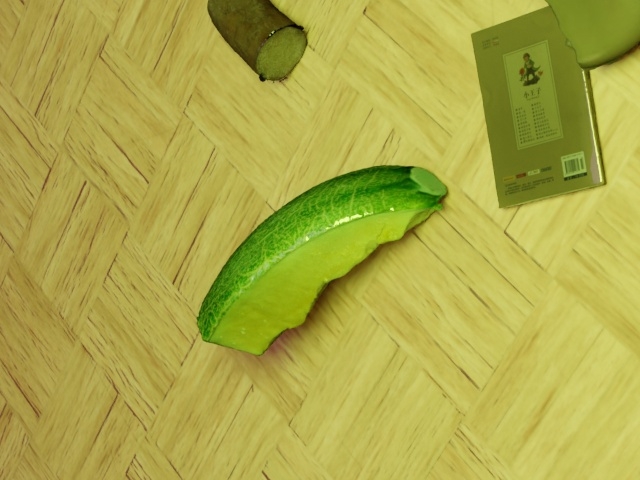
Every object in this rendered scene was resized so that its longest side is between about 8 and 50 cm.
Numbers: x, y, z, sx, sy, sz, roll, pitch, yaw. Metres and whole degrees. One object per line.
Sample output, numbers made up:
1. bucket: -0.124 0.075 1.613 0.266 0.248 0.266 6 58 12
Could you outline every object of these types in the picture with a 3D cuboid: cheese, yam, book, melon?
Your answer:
1. cheese: 0.261 -0.267 1.417 0.175 0.091 0.202 -7 115 31
2. yam: -0.079 -0.262 1.795 0.127 0.084 0.084 49 123 36
3. book: 0.229 -0.142 1.539 0.138 0.016 0.198 -13 83 44
4. melon: 0.000 0.000 1.700 0.124 0.196 0.323 44 119 -7
